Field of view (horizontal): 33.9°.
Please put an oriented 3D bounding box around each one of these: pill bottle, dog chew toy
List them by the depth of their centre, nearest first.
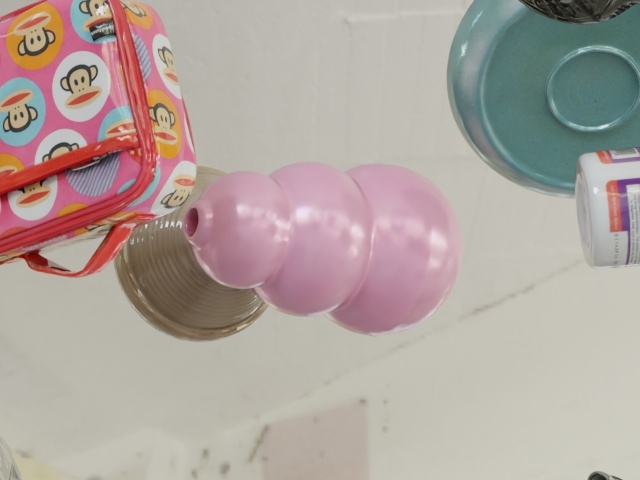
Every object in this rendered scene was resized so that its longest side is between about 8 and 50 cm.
[{"bbox_3d":[0.333,-0.034,0.941,0.194,0.108,0.108,-5,-33,7],"label":"pill bottle"},{"bbox_3d":[0.000,0.000,1.205,0.332,0.206,0.207,9,-30,-32],"label":"dog chew toy"}]

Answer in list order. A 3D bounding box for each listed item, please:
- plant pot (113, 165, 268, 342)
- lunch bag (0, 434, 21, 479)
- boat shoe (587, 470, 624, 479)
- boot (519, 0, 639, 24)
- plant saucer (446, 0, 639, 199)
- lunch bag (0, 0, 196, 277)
[{"bbox_3d":[-0.141,0.009,1.368,0.237,0.237,0.110,21,-22,-26],"label":"plant pot"},{"bbox_3d":[-0.293,0.120,0.609,0.169,0.287,0.235,-24,-74,6],"label":"lunch bag"},{"bbox_3d":[0.351,0.368,1.211,0.070,0.219,0.078,35,-61,-30],"label":"boat shoe"},{"bbox_3d":[0.249,-0.255,0.781,0.085,0.178,0.236,45,-15,-23],"label":"boot"},{"bbox_3d":[0.297,-0.171,1.146,0.318,0.043,0.317,3,-56,5],"label":"plant saucer"},{"bbox_3d":[-0.269,-0.086,1.029,0.293,0.258,0.120,-18,-9,23],"label":"lunch bag"}]
